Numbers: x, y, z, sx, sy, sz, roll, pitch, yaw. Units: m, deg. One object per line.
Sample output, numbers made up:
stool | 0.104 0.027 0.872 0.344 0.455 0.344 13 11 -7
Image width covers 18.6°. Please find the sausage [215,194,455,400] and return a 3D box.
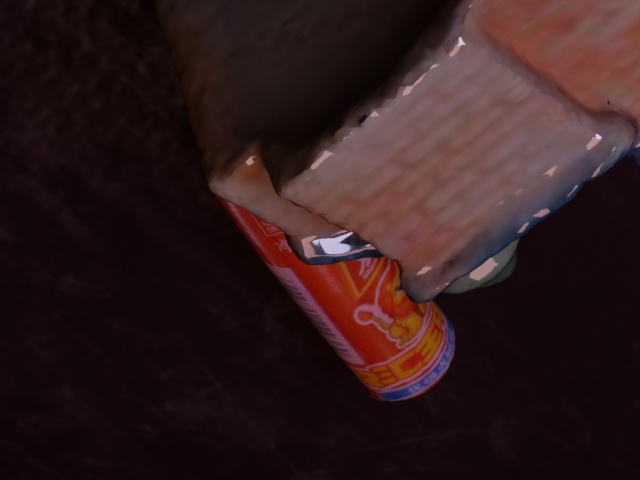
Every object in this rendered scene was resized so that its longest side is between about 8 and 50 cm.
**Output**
sausage | 0.000 0.000 1.207 0.074 0.074 0.274 -28 134 10

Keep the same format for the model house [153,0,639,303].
model house | 0.113 -0.119 1.021 0.312 0.245 0.280 -39 140 22
